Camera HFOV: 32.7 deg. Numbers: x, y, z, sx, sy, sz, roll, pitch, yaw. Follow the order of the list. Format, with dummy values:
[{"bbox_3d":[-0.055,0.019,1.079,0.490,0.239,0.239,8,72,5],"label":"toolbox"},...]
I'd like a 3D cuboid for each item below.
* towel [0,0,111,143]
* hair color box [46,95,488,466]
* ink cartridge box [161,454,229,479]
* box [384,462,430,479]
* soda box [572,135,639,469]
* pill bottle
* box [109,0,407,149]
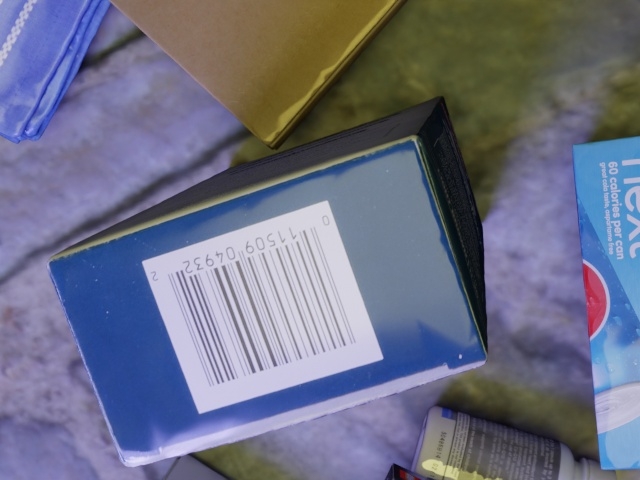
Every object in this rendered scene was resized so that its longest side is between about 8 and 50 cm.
[{"bbox_3d":[-0.292,-0.241,0.736,0.336,0.040,0.243,29,103,-13],"label":"towel"},{"bbox_3d":[0.000,0.000,0.622,0.173,0.347,0.105,-17,98,11],"label":"hair color box"},{"bbox_3d":[-0.062,0.286,0.817,0.212,0.093,0.154,33,103,2],"label":"ink cartridge box"},{"bbox_3d":[0.054,0.267,0.734,0.114,0.036,0.207,26,97,0],"label":"box"},{"bbox_3d":[0.210,0.040,0.713,0.071,0.067,0.210,-6,83,17],"label":"soda box"},{"bbox_3d":[0.134,0.172,0.775,0.137,0.078,0.078,16,103,5],"label":"pill bottle"},{"bbox_3d":[-0.025,-0.189,0.729,0.164,0.021,0.201,43,96,9],"label":"box"}]
